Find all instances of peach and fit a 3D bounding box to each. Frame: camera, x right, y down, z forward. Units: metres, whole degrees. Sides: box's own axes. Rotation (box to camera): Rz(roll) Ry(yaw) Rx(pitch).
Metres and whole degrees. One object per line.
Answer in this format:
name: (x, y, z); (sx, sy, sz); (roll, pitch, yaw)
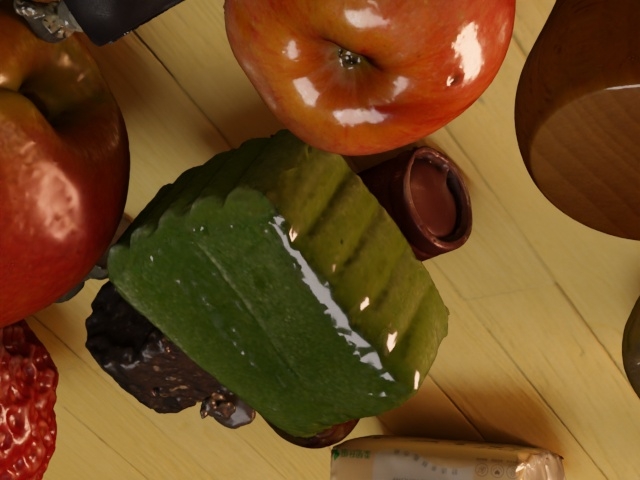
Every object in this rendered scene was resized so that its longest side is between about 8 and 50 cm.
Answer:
peach: (-0.321, -0.058, 1.127); (0.332, 0.308, 0.308); (-16, 132, 32)

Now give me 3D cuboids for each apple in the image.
apple: (0.032, -0.160, 0.968); (0.209, 0.164, 0.209); (11, 140, 9)

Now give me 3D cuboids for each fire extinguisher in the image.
fire extinguisher: (0.000, 0.000, 1.235); (0.269, 0.105, 0.105); (-20, 129, 39)

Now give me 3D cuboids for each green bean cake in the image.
green bean cake: (-0.028, 0.042, 1.140); (0.222, 0.125, 0.248); (-22, 113, 41)

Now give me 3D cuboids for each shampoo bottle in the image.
shampoo bottle: (-0.141, -0.185, 0.981); (0.207, 0.057, 0.063); (-15, 129, 44)

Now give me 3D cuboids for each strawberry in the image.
strawberry: (-0.415, 0.147, 1.479); (0.292, 0.310, 0.292); (18, -179, 0)

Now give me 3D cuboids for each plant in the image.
plant: (-0.134, 0.105, 1.371); (0.131, 0.142, 0.203); (-24, 153, 13)

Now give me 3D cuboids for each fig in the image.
fig: (-0.022, 0.158, 1.456); (0.103, 0.109, 0.154); (21, 177, -41)

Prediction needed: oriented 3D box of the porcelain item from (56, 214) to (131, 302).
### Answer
porcelain item: (-0.274, 0.027, 1.415); (0.081, 0.069, 0.215); (29, 146, -23)

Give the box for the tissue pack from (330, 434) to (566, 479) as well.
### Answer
tissue pack: (0.140, 0.257, 1.464); (0.222, 0.090, 0.186); (2, 176, 21)

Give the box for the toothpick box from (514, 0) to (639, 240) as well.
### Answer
toothpick box: (0.206, -0.152, 0.801); (0.192, 0.294, 0.192); (10, 145, 7)

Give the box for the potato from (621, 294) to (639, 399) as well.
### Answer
potato: (0.355, 0.110, 1.212); (0.200, 0.137, 0.154); (35, 109, -21)
